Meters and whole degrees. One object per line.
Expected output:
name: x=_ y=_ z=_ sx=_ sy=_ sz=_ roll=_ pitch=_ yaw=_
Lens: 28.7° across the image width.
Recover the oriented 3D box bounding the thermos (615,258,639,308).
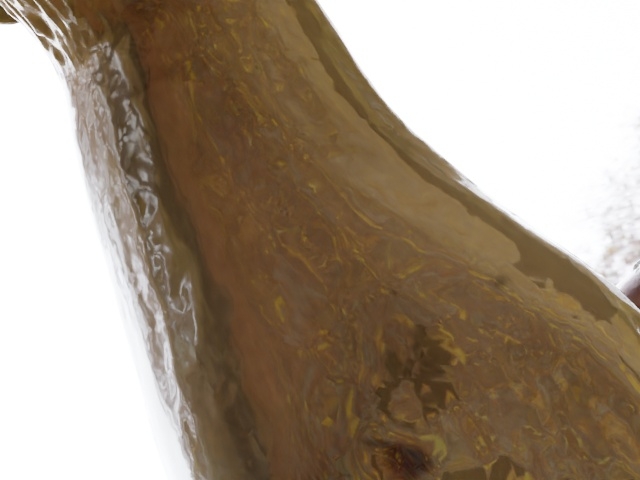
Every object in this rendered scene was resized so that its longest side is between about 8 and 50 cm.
thermos: x=0.119 y=0.095 z=0.593 sx=0.232 sy=0.099 sz=0.124 roll=-42 pitch=-84 yaw=5

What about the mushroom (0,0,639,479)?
mushroom: x=0.000 y=0.000 z=0.388 sx=0.159 sy=0.122 sz=0.328 roll=-28 pitch=-97 yaw=-21
